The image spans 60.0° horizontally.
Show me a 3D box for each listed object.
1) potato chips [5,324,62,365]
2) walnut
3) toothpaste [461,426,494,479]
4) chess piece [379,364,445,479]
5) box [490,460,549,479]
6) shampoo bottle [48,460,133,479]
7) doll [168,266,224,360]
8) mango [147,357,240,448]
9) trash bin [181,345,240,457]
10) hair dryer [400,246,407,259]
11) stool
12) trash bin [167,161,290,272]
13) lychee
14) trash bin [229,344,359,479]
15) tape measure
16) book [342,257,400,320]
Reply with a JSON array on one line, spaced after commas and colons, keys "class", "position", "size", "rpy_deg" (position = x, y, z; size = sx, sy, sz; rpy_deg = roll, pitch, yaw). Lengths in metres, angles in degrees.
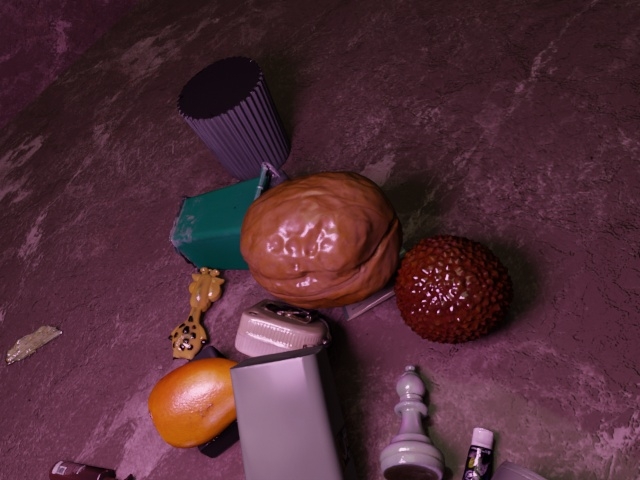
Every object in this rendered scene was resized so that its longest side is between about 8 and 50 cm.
[{"class": "potato chips", "position": [-0.946, 0.331, 1.823], "size": [0.207, 0.028, 0.092], "rpy_deg": [-34, 52, -2]}, {"class": "walnut", "position": [0.000, 0.000, 1.357], "size": [0.397, 0.354, 0.308], "rpy_deg": [-13, 40, 17]}, {"class": "toothpaste", "position": [0.334, 0.501, 1.176], "size": [0.071, 0.045, 0.194], "rpy_deg": [7, 65, 26]}, {"class": "chess piece", "position": [0.204, 0.402, 1.259], "size": [0.139, 0.139, 0.272], "rpy_deg": [-10, 43, 16]}, {"class": "box", "position": [0.394, 0.532, 1.006], "size": [0.226, 0.226, 0.149], "rpy_deg": [26, 69, 34]}, {"class": "shampoo bottle", "position": [-0.598, 0.623, 1.450], "size": [0.236, 0.067, 0.068], "rpy_deg": [2, 67, 23]}, {"class": "doll", "position": [-0.365, 0.215, 1.632], "size": [0.117, 0.086, 0.291], "rpy_deg": [10, 63, 5]}, {"class": "mango", "position": [-0.273, 0.368, 1.324], "size": [0.257, 0.138, 0.187], "rpy_deg": [-34, 68, 0]}, {"class": "trash bin", "position": [-0.282, 0.420, 1.443], "size": [0.165, 0.115, 0.225], "rpy_deg": [-36, 55, -7]}, {"class": "hair dryer", "position": [0.192, 0.028, 1.582], "size": [0.063, 0.038, 0.124], "rpy_deg": [-37, 44, -9]}, {"class": "stool", "position": [-0.271, -0.396, 1.879], "size": [0.297, 0.330, 0.297], "rpy_deg": [-11, 53, 15]}, {"class": "trash bin", "position": [-0.243, -0.047, 1.657], "size": [0.381, 0.295, 0.259], "rpy_deg": [-8, 53, 24]}, {"class": "lychee", "position": [0.312, 0.113, 1.323], "size": [0.275, 0.304, 0.276], "rpy_deg": [0, 89, 0]}, {"class": "trash bin", "position": [-0.059, 0.420, 1.206], "size": [0.222, 0.158, 0.344], "rpy_deg": [-12, 88, 14]}, {"class": "tape measure", "position": [-0.075, 0.228, 1.425], "size": [0.231, 0.271, 0.133], "rpy_deg": [15, 93, 7]}, {"class": "book", "position": [0.118, 0.062, 1.563], "size": [0.214, 0.025, 0.283], "rpy_deg": [-34, 50, 15]}]
